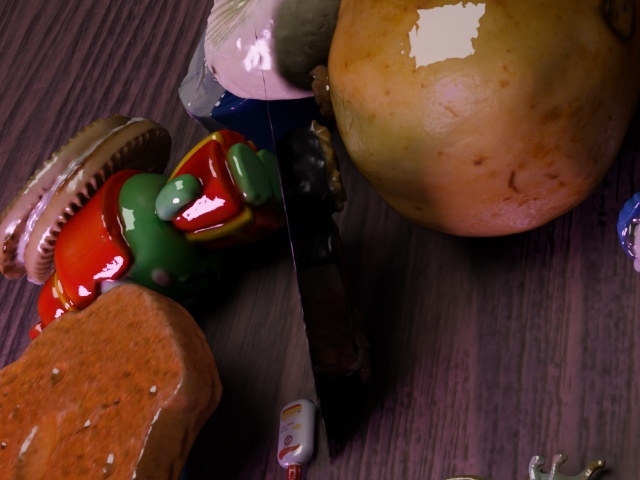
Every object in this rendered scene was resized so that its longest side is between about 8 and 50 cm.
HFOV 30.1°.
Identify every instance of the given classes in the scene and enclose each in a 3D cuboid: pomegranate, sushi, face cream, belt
[{"bbox_3d":[0.143,-0.151,1.017,0.307,0.307,0.307,-28,41,28],"label":"pomegranate"},{"bbox_3d":[0.000,0.000,1.075,0.059,0.294,0.292,-10,44,-1],"label":"sushi"},{"bbox_3d":[-0.022,0.187,1.098,0.040,0.021,0.083,-29,41,32],"label":"face cream"},{"bbox_3d":[-0.024,-0.258,1.414,0.212,0.117,0.347,15,69,48],"label":"belt"}]

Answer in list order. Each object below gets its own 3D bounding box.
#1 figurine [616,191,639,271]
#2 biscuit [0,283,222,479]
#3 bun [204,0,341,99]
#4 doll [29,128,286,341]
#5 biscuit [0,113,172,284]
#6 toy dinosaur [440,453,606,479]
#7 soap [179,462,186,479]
[{"bbox_3d":[0.280,0.015,0.907,0.077,0.079,0.136,-32,63,19],"label":"figurine"},{"bbox_3d":[-0.269,0.224,1.150,0.455,0.078,0.350,-32,42,26],"label":"biscuit"},{"bbox_3d":[0.004,-0.251,1.195,0.259,0.160,0.259,-50,22,30],"label":"bun"},{"bbox_3d":[-0.197,0.012,1.308,0.363,0.182,0.160,-39,75,21],"label":"doll"},{"bbox_3d":[-0.285,-0.049,1.430,0.259,0.079,0.259,-49,-7,-8],"label":"biscuit"},{"bbox_3d":[0.167,0.183,0.888,0.180,0.037,0.058,0,54,46],"label":"toy dinosaur"},{"bbox_3d":[-0.212,0.227,1.216,0.156,0.077,0.293,-34,38,22],"label":"soap"}]
